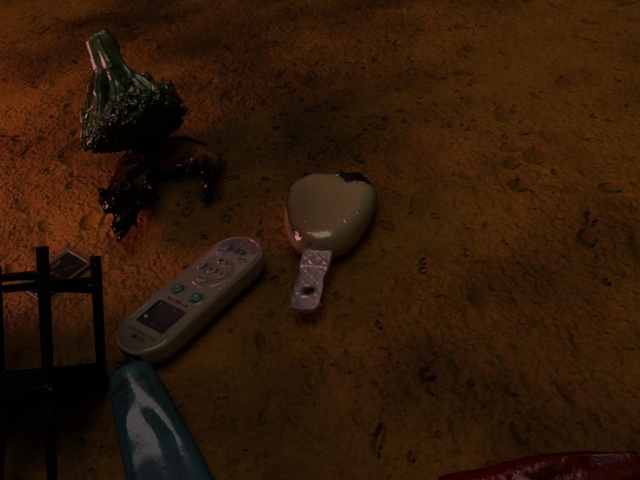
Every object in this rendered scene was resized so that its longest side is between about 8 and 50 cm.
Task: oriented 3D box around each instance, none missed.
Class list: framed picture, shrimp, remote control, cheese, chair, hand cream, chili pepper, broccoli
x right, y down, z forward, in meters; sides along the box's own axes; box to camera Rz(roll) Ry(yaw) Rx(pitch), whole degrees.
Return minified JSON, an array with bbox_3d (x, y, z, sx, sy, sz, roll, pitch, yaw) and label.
[{"bbox_3d":[-0.370,0.047,0.918,0.066,0.006,0.089,23,50,35],"label":"framed picture"},{"bbox_3d":[-0.239,-0.094,1.017,0.178,0.075,0.289,-12,24,2],"label":"shrimp"},{"bbox_3d":[-0.153,0.071,0.809,0.078,0.042,0.221,21,49,32],"label":"remote control"},{"bbox_3d":[0.000,0.000,0.850,0.127,0.054,0.251,0,41,13],"label":"cheese"},{"bbox_3d":[-0.314,0.146,0.691,0.155,0.141,0.260,-6,83,7],"label":"chair"},{"bbox_3d":[-0.163,0.201,0.658,0.083,0.048,0.224,-23,46,-14],"label":"hand cream"},{"bbox_3d":[0.165,0.211,0.553,0.268,0.050,0.059,-12,23,-2],"label":"chili pepper"},{"bbox_3d":[-0.309,-0.239,1.049,0.194,0.194,0.220,1,13,14],"label":"broccoli"}]
